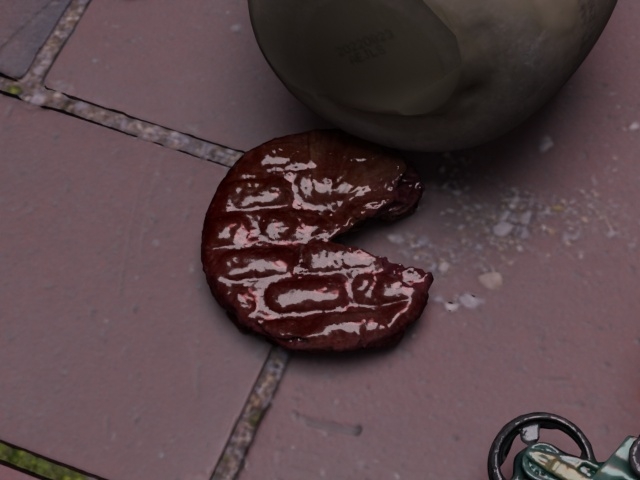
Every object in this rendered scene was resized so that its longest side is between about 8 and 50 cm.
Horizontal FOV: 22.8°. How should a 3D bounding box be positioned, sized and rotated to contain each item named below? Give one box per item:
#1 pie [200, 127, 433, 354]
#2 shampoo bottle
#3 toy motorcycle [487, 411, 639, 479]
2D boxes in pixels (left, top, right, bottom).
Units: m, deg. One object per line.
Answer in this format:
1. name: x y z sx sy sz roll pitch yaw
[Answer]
1. pie: 0.000 0.000 1.373 0.204 0.054 0.218 8 63 7
2. shampoo bottle: 0.098 -0.247 1.352 0.322 0.322 0.317 14 56 11
3. toy motorcycle: 0.249 0.250 1.195 0.296 0.109 0.198 25 74 14
